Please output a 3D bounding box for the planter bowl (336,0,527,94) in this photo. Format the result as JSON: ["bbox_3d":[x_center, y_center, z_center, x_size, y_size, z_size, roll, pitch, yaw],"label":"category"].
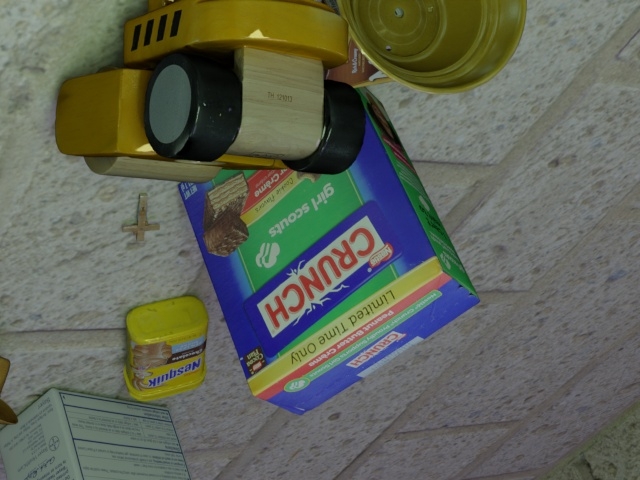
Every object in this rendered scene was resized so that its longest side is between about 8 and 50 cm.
[{"bbox_3d":[0.099,-0.248,1.111,0.217,0.217,0.090,-10,177,-22],"label":"planter bowl"}]

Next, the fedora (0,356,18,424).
[{"bbox_3d":[-0.467,0.174,1.406,0.194,0.194,0.079,34,81,-55],"label":"fedora"}]

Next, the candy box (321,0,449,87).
[{"bbox_3d":[0.087,-0.234,1.217,0.187,0.053,0.109,-11,148,-17],"label":"candy box"}]

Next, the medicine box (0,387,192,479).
[{"bbox_3d":[-0.337,0.404,1.686,0.149,0.289,0.263,-38,146,22],"label":"medicine box"}]

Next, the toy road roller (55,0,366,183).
[{"bbox_3d":[-0.109,-0.186,1.067,0.203,0.240,0.330,4,177,-38],"label":"toy road roller"}]

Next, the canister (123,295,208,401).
[{"bbox_3d":[-0.231,0.162,1.597,0.126,0.073,0.170,-13,146,-18],"label":"canister"}]

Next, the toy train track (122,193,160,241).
[{"bbox_3d":[-0.228,-0.032,1.357,0.048,0.014,0.083,-4,139,-17],"label":"toy train track"}]

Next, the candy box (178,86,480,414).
[{"bbox_3d":[0.000,0.000,1.260,0.268,0.317,0.122,-35,148,18],"label":"candy box"}]
